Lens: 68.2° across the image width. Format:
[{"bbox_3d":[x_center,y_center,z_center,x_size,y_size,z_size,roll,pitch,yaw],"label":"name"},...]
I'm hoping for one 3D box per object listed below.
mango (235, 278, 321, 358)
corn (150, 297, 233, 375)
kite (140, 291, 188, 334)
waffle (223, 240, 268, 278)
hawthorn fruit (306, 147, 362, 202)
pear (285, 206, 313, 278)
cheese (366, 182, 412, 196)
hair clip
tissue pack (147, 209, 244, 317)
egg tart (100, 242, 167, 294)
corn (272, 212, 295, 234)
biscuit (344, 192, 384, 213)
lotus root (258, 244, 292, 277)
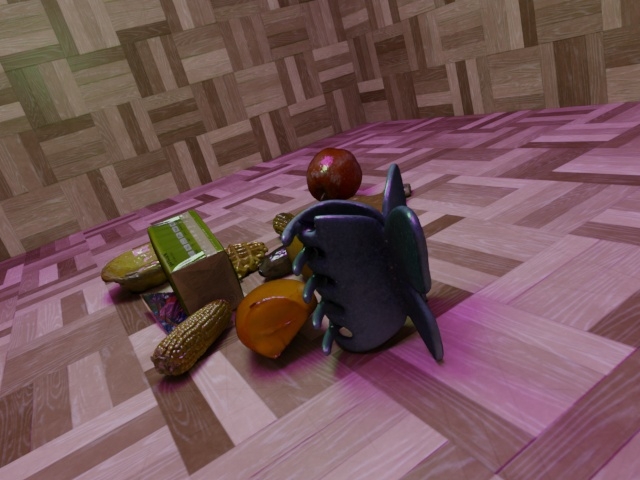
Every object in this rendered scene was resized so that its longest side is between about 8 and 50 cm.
[{"bbox_3d":[-0.103,0.156,1.081,0.187,0.138,0.257,-37,8,-4],"label":"mango"},{"bbox_3d":[-0.296,0.223,1.128,0.091,0.091,0.260,26,31,9],"label":"corn"},{"bbox_3d":[-0.402,0.190,1.363,0.321,0.016,0.234,-5,36,12],"label":"kite"},{"bbox_3d":[-0.332,0.083,1.581,0.329,0.062,0.329,-14,19,5],"label":"waffle"},{"bbox_3d":[0.055,-0.259,1.927,0.231,0.235,0.263,-17,18,3],"label":"hawthorn fruit"},{"bbox_3d":[0.000,0.000,1.328,0.209,0.209,0.209,-15,20,5],"label":"pear"},{"bbox_3d":[0.258,-0.181,1.846,0.192,0.037,0.097,-11,19,17],"label":"cheese"},{"bbox_3d":[0.088,0.060,0.927,0.238,0.318,0.392,-15,22,9],"label":"hair clip"},{"bbox_3d":[-0.353,0.070,1.325,0.167,0.200,0.274,-26,37,-20],"label":"tissue pack"},{"bbox_3d":[-0.617,0.097,1.690,0.315,0.120,0.315,-14,21,5],"label":"egg tart"},{"bbox_3d":[-0.091,-0.032,1.650,0.097,0.097,0.320,-22,23,-15],"label":"corn"},{"bbox_3d":[0.140,-0.104,1.709,0.312,0.057,0.351,6,30,45],"label":"biscuit"},{"bbox_3d":[-0.109,0.056,1.438,0.179,0.080,0.089,-27,22,-24],"label":"lotus root"}]
